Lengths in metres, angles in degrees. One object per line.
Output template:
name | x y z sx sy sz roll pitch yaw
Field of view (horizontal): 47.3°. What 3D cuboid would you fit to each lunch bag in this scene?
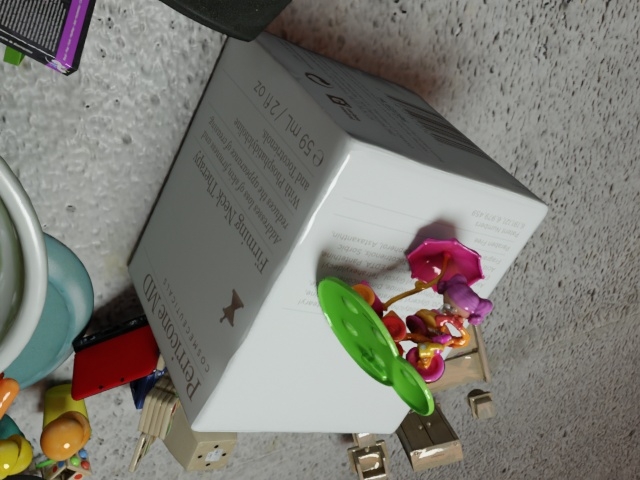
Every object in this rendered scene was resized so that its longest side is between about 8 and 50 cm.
lunch bag | -0.268 0.219 1.163 0.065 0.067 0.098 1 122 -32

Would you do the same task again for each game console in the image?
game console | -0.273 0.160 1.041 0.144 0.085 0.124 -20 173 15

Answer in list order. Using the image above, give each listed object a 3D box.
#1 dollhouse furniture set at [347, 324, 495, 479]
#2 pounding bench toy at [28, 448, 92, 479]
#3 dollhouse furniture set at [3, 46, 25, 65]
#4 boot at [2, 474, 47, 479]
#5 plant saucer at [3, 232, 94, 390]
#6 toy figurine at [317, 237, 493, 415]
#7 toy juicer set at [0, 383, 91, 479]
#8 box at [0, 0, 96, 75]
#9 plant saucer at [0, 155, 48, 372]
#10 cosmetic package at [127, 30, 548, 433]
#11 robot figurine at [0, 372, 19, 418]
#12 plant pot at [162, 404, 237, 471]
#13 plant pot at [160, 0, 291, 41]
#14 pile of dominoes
dollhouse furniture set | 0.169 0.262 1.477 0.303 0.174 0.355 -14 103 -4
pounding bench toy | -0.428 0.370 1.203 0.065 0.052 0.083 -42 135 6
dollhouse furniture set | -0.380 -0.238 0.760 0.151 0.058 0.076 17 124 -18
boot | -0.607 0.440 1.046 0.284 0.138 0.377 -38 149 26
plant saucer | -0.464 0.114 0.983 0.317 0.044 0.317 -17 132 -19
toy figurine | 0.111 0.067 0.749 0.159 0.173 0.130 -32 147 -20
toy juicer set | -0.475 0.292 1.001 0.329 0.209 0.089 -5 101 -27
box | -0.309 -0.254 0.734 0.029 0.116 0.162 -11 153 42
plant saucer | -0.477 -0.003 0.738 0.400 0.100 0.400 -4 121 -6
cosmetic package | 0.000 0.000 0.958 0.327 0.329 0.394 12 118 -37
robot figurine | -0.460 0.167 0.882 0.128 0.158 0.219 38 73 -42
plant pot | -0.205 0.341 1.279 0.109 0.096 0.109 7 122 -33
plant pot | -0.103 -0.323 0.753 0.188 0.187 0.167 -45 146 9
pile of dominoes | -0.197 0.201 1.066 0.040 0.251 0.196 19 111 4
